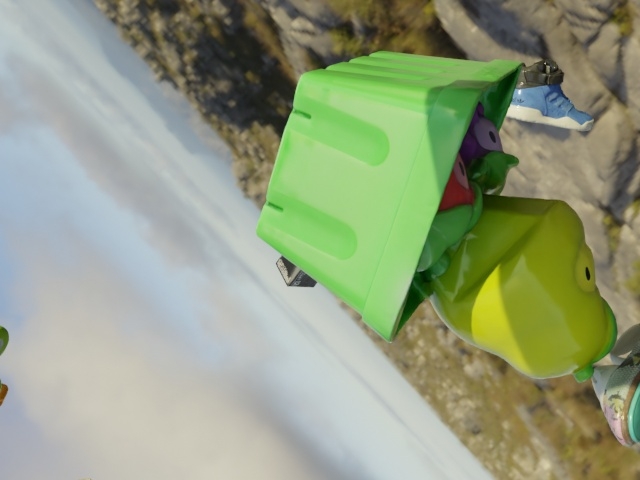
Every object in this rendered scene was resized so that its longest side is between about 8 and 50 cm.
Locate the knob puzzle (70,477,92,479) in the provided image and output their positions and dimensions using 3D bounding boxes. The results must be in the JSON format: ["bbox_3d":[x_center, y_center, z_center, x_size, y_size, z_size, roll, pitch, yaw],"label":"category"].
[{"bbox_3d":[-0.316,0.300,0.857,0.213,0.213,0.030,42,160,55],"label":"knob puzzle"}]

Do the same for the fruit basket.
[{"bbox_3d":[0.159,-0.030,0.963,0.392,0.282,0.392,16,-160,-6],"label":"fruit basket"}]

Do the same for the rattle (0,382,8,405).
[{"bbox_3d":[-0.513,0.335,1.454,0.130,0.143,0.199,-4,114,64],"label":"rattle"}]

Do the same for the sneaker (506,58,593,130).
[{"bbox_3d":[0.313,-0.195,1.248,0.152,0.084,0.058,5,-167,-30],"label":"sneaker"}]

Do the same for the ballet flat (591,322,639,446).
[{"bbox_3d":[0.336,0.136,0.988,0.079,0.221,0.076,8,125,41],"label":"ballet flat"}]

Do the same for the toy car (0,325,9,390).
[{"bbox_3d":[-0.523,0.159,1.192,0.155,0.148,0.188,22,-158,16],"label":"toy car"}]

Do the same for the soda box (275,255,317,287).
[{"bbox_3d":[0.000,0.000,1.485,0.060,0.169,0.053,5,-137,-42],"label":"soda box"}]
